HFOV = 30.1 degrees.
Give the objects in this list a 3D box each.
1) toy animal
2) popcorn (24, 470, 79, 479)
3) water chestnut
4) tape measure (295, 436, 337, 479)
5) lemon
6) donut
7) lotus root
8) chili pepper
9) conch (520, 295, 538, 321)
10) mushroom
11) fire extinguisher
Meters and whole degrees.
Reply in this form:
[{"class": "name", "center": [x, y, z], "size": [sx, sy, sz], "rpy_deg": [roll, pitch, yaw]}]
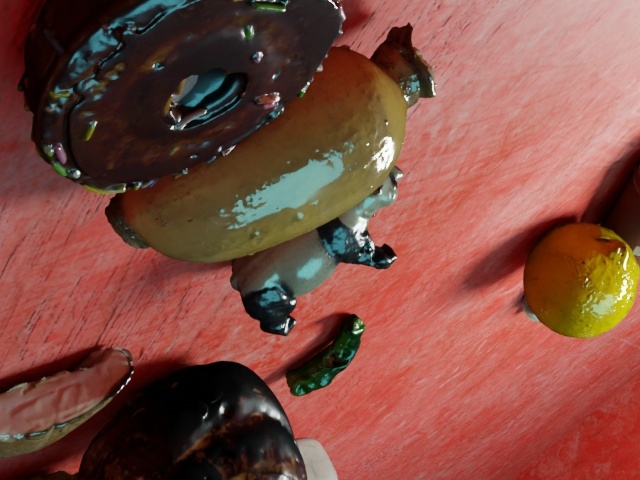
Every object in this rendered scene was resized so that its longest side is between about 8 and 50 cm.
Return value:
[{"class": "toy animal", "center": [0.000, 0.000, 1.266], "size": [0.225, 0.094, 0.121], "rpy_deg": [-34, 150, 9]}, {"class": "popcorn", "center": [-0.345, 0.402, 1.480], "size": [0.174, 0.225, 0.286], "rpy_deg": [-56, -173, 26]}, {"class": "water chestnut", "center": [-0.152, 0.290, 1.463], "size": [0.289, 0.289, 0.244], "rpy_deg": [-19, 160, -31]}, {"class": "tape measure", "center": [-0.119, 0.431, 1.988], "size": [0.258, 0.130, 0.265], "rpy_deg": [-37, 164, 21]}, {"class": "lemon", "center": [0.398, 0.058, 1.809], "size": [0.173, 0.173, 0.206], "rpy_deg": [-17, 154, -34]}, {"class": "donut", "center": [-0.101, -0.132, 0.830], "size": [0.235, 0.089, 0.235], "rpy_deg": [-28, 157, -12]}, {"class": "lotus root", "center": [-0.033, -0.070, 0.997], "size": [0.303, 0.131, 0.146], "rpy_deg": [-30, 160, -7]}, {"class": "chili pepper", "center": [0.019, 0.160, 1.685], "size": [0.073, 0.050, 0.182], "rpy_deg": [-2, 142, -41]}, {"class": "conch", "center": [0.432, 0.089, 2.067], "size": [0.155, 0.130, 0.207], "rpy_deg": [33, 144, -31]}, {"class": "mushroom", "center": [-0.298, 0.181, 1.270], "size": [0.209, 0.072, 0.094], "rpy_deg": [-18, 164, -32]}, {"class": "fire extinguisher", "center": [0.521, -0.052, 1.775], "size": [0.106, 0.147, 0.337], "rpy_deg": [-53, 168, -23]}]
